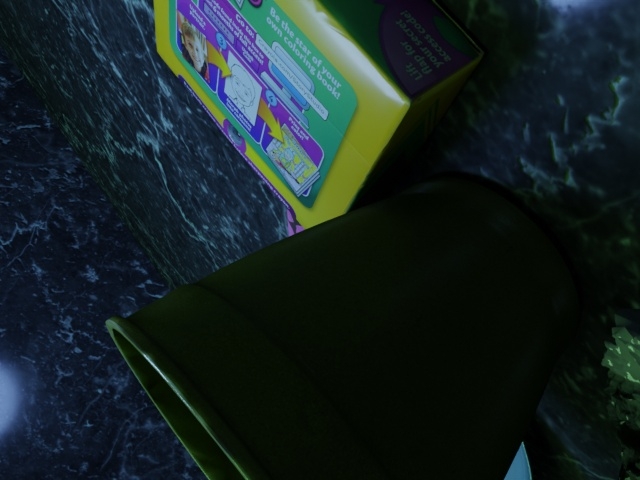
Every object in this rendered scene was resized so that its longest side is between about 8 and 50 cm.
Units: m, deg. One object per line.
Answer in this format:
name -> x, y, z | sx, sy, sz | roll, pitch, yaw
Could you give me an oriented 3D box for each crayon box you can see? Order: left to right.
crayon box -> -0.041, -0.206, 0.636 | 0.363, 0.106, 0.313 | 50, 155, 10

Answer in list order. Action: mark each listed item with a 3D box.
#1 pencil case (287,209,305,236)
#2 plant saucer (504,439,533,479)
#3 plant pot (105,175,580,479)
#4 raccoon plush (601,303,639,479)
pencil case -> 0.000, 0.000, 0.858 | 0.098, 0.095, 0.209 | 23, 148, 18
plant saucer -> 0.164, 0.300, 0.846 | 0.317, 0.043, 0.318 | 9, 102, 45
plant pot -> 0.054, 0.123, 0.571 | 0.366, 0.353, 0.366 | 41, 153, 27
raccoon plush -> 0.364, 0.285, 0.414 | 0.299, 0.216, 0.447 | 8, 128, 50
